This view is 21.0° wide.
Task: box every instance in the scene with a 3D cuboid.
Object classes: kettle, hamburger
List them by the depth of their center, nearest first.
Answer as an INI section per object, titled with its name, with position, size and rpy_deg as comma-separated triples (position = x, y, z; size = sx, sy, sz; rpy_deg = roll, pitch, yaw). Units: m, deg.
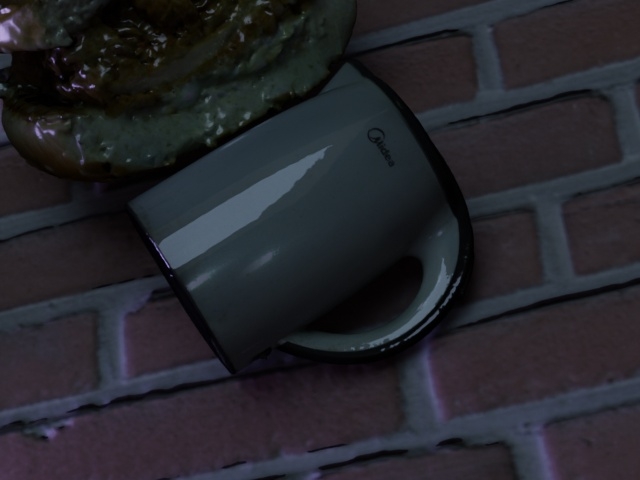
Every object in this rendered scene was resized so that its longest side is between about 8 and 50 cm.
[kettle]
position = 0.000, 0.000, 1.379
size = 0.236, 0.161, 0.221
rpy_deg = -33, 80, -8
[hamburger]
position = -0.151, -0.197, 1.487
size = 0.318, 0.195, 0.277
rpy_deg = -31, 24, -19
